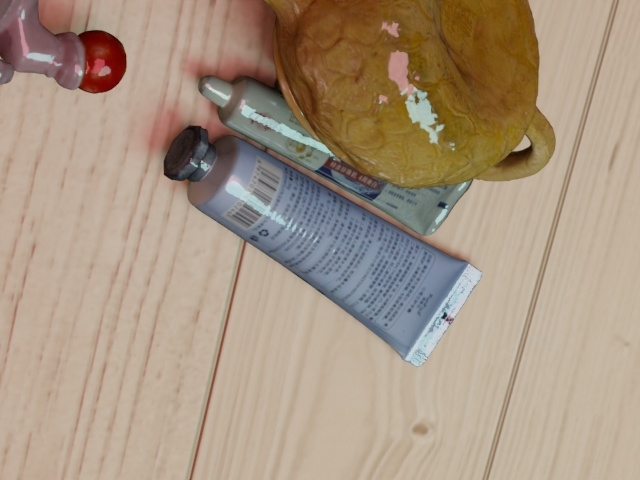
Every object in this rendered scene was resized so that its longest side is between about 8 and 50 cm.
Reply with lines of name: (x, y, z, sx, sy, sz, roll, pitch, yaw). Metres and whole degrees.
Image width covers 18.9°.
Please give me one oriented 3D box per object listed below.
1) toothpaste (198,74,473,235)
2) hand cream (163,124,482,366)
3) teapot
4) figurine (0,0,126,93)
toothpaste: (0.009, -0.068, 1.416, 0.233, 0.038, 0.060, 25, 103, -28)
hand cream: (0.000, 0.000, 1.428, 0.271, 0.058, 0.091, 32, 91, -29)
teapot: (0.047, -0.125, 1.346, 0.311, 0.167, 0.203, 38, 51, -42)
figurine: (-0.244, -0.173, 1.222, 0.287, 0.186, 0.176, 0, 135, -36)
